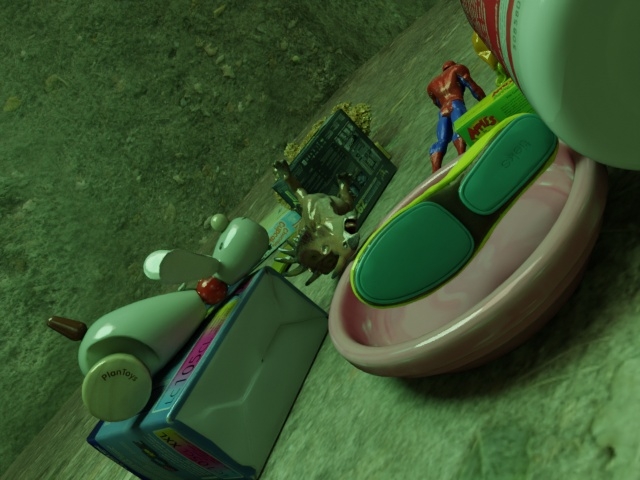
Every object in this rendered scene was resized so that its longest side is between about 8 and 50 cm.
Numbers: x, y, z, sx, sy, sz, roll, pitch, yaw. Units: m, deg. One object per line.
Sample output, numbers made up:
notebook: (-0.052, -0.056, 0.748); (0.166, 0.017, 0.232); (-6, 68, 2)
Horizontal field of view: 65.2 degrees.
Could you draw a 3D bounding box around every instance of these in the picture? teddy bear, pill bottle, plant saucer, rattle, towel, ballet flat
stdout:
teddy bear: (-0.007, -0.233, 1.272); (0.338, 0.113, 0.245); (-41, 39, 5)
pill bottle: (0.253, -0.255, 0.460); (0.229, 0.229, 0.407); (-38, 27, 27)
plant saucer: (0.153, 0.017, 0.544); (0.332, 0.084, 0.332); (-41, 17, 16)
rattle: (0.310, -0.277, 0.781); (0.130, 0.142, 0.199); (-15, 24, 28)
towel: (-0.088, 0.047, 1.217); (0.102, 0.021, 0.237); (-36, 18, 49)
ballet flat: (0.122, -0.022, 0.461); (0.231, 0.077, 0.077); (-44, -5, -1)

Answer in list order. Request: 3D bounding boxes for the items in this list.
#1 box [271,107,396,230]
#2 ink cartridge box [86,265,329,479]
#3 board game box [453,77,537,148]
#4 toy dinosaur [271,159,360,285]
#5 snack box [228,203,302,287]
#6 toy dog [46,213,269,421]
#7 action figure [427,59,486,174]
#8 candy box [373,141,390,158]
box: (0.036, -0.129, 1.024); (0.059, 0.183, 0.232); (-23, 29, 56)
ink cartridge box: (-0.198, 0.232, 0.804); (0.395, 0.151, 0.270); (-32, 21, 45)
board game box: (0.284, -0.179, 0.677); (0.181, 0.092, 0.043); (-38, 17, 28)
toy dinosaur: (0.000, 0.000, 0.803); (0.295, 0.127, 0.200); (76, -170, -66)
snack box: (-0.158, -0.013, 1.465); (0.322, 0.060, 0.187); (-41, 17, 18)
toy dog: (-0.237, 0.078, 0.708); (0.220, 0.161, 0.333); (-24, 26, 52)
action figure: (0.244, -0.188, 0.843); (0.091, 0.139, 0.280); (-27, 46, 42)
candy box: (0.077, -0.154, 1.224); (0.186, 0.053, 0.109); (-46, 15, -4)
